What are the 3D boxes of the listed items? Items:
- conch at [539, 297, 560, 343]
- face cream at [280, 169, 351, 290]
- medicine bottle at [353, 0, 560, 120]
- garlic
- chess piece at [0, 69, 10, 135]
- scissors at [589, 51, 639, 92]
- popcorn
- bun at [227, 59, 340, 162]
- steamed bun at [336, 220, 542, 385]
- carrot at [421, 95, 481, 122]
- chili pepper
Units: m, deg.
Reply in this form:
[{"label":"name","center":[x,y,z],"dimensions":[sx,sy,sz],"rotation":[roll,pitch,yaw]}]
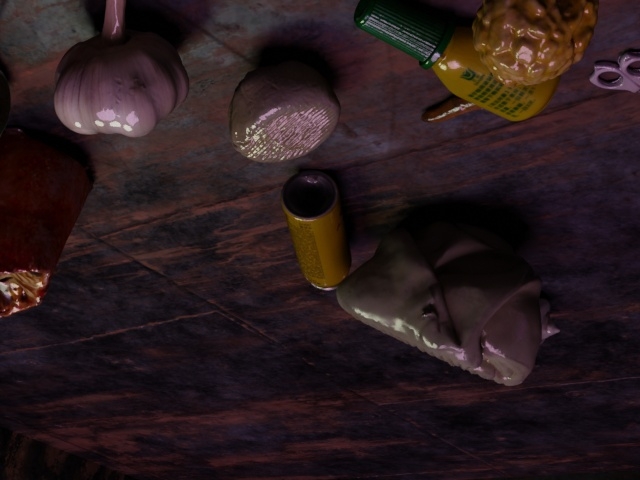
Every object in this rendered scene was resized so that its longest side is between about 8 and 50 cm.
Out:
[{"label":"conch","center":[0.370,0.177,2.212],"dimensions":[0.255,0.127,0.158],"rotation":[-3,152,21]},{"label":"face cream","center":[0.000,0.000,1.978],"dimensions":[0.105,0.105,0.349],"rotation":[3,153,8]},{"label":"medicine bottle","center":[0.186,-0.256,1.450],"dimensions":[0.309,0.076,0.111],"rotation":[21,128,-23]},{"label":"garlic","center":[-0.287,-0.264,1.479],"dimensions":[0.199,0.199,0.226],"rotation":[4,127,7]},{"label":"chess piece","center":[-0.641,-0.232,1.683],"dimensions":[0.271,0.139,0.139],"rotation":[11,156,17]},{"label":"scissors","center":[0.471,-0.218,1.528],"dimensions":[0.189,0.015,0.100],"rotation":[26,149,-37]},{"label":"popcorn","center":[0.257,-0.273,1.297],"dimensions":[0.180,0.180,0.170],"rotation":[-16,163,38]},{"label":"bun","center":[-0.063,-0.201,1.583],"dimensions":[0.173,0.113,0.166],"rotation":[-23,152,7]},{"label":"steamed bun","center":[0.250,0.094,1.942],"dimensions":[0.367,0.255,0.342],"rotation":[27,-178,25]},{"label":"carrot","center":[0.213,-0.205,1.595],"dimensions":[0.165,0.036,0.035],"rotation":[-15,146,42]},{"label":"chili pepper","center":[-0.532,-0.012,1.875],"dimensions":[0.251,0.305,0.229],"rotation":[-13,149,30]}]
